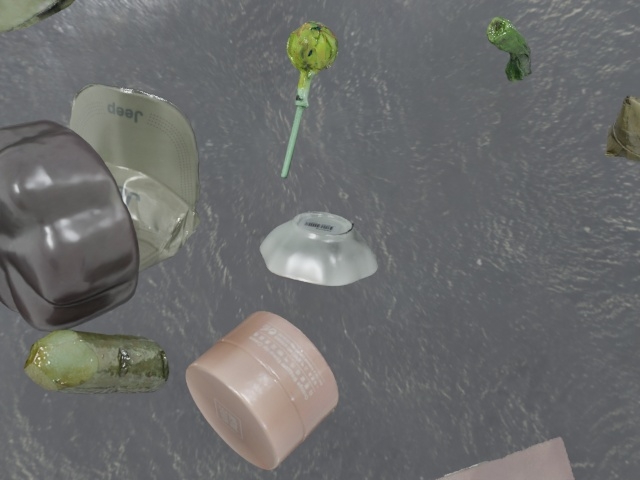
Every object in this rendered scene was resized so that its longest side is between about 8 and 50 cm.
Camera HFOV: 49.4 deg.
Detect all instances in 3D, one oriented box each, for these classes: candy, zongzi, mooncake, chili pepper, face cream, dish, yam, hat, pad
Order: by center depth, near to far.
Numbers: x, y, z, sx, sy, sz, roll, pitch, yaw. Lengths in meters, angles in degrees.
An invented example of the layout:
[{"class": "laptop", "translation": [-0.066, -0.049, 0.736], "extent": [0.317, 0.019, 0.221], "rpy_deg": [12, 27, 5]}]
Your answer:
[{"class": "pad", "translation": [0.146, 0.251, 0.600], "extent": [0.006, 0.113, 0.187], "rpy_deg": [20, 138, -39]}, {"class": "chili pepper", "translation": [0.182, -0.179, 0.655], "extent": [0.034, 0.091, 0.030], "rpy_deg": [-5, 69, 28]}, {"class": "yam", "translation": [-0.240, 0.134, 0.760], "extent": [0.146, 0.069, 0.070], "rpy_deg": [16, 99, -48]}, {"class": "mooncake", "translation": [-0.307, -0.015, 0.786], "extent": [0.133, 0.244, 0.245], "rpy_deg": [-29, 101, -41]}, {"class": "face cream", "translation": [-0.067, 0.169, 0.792], "extent": [0.104, 0.149, 0.149], "rpy_deg": [-39, 100, -32]}, {"class": "candy", "translation": [-0.024, -0.172, 0.860], "extent": [0.062, 0.058, 0.194], "rpy_deg": [15, 99, 17]}, {"class": "hat", "translation": [-0.288, -0.077, 0.966], "extent": [0.214, 0.149, 0.245], "rpy_deg": [9, 134, 8]}, {"class": "zongzi", "translation": [0.529, -0.167, 1.060], "extent": [0.160, 0.176, 0.079], "rpy_deg": [13, 79, 15]}, {"class": "dish", "translation": [0.000, 0.000, 1.078], "extent": [0.190, 0.191, 0.066], "rpy_deg": [5, 113, -4]}]

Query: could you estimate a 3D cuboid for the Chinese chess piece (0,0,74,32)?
[{"class": "Chinese chess piece", "translation": [-0.430, -0.454, 1.020], "extent": [0.349, 0.349, 0.146], "rpy_deg": [-36, 132, 2]}]
